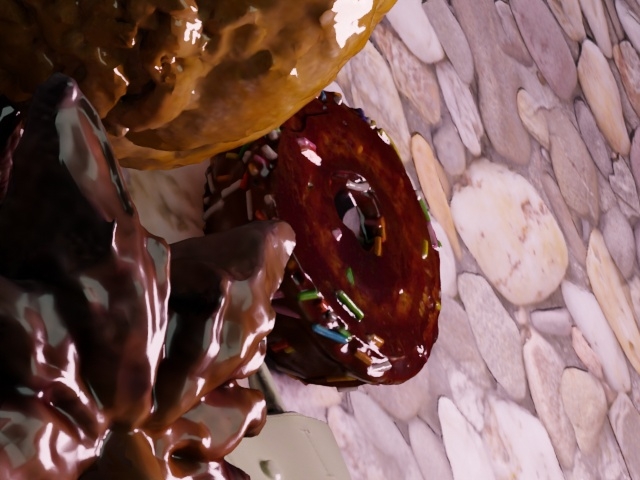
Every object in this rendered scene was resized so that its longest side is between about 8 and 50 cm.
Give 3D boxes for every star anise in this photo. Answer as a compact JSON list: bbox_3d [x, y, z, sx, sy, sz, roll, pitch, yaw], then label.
[{"bbox_3d":[-0.109,0.106,0.725,0.292,0.109,0.349,48,60,-25],"label":"star anise"}]

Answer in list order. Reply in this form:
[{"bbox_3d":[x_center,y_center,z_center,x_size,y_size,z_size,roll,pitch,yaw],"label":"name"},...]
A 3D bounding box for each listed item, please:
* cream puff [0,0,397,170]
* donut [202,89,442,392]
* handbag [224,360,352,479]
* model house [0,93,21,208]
[{"bbox_3d":[-0.098,-0.208,0.828,0.231,0.327,0.343,27,46,-42],"label":"cream puff"},{"bbox_3d":[0.000,0.000,1.084,0.235,0.089,0.235,37,41,-42],"label":"donut"},{"bbox_3d":[-0.043,0.186,0.919,0.241,0.109,0.315,16,43,-55],"label":"handbag"},{"bbox_3d":[-0.236,-0.031,0.713,0.203,0.141,0.164,-48,136,-37],"label":"model house"}]
